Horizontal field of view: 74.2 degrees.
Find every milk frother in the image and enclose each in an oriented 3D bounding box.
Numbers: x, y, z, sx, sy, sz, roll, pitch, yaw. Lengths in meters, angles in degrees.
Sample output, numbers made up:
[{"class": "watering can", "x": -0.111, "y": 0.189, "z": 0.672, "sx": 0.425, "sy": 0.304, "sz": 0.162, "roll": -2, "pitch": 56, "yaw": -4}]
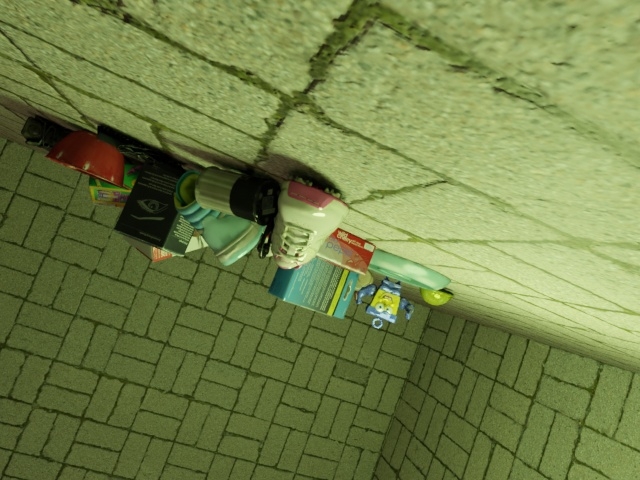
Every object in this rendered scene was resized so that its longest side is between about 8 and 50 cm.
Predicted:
[{"class": "milk frother", "x": -0.147, "y": -0.051, "z": 0.784, "sx": 0.135, "sy": 0.143, "sz": 0.129, "roll": 16, "pitch": 180, "yaw": 25}]

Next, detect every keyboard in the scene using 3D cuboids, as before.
[{"class": "keyboard", "x": -0.369, "y": -0.193, "z": 0.898, "sx": 0.192, "sy": 0.038, "sz": 0.100, "roll": 24, "pitch": -163, "yaw": -38}]

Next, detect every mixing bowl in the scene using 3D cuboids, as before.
[{"class": "mixing bowl", "x": -0.563, "y": -0.210, "z": 1.047, "sx": 0.182, "sy": 0.098, "sz": 0.181, "roll": 21, "pitch": 175, "yaw": 2}]

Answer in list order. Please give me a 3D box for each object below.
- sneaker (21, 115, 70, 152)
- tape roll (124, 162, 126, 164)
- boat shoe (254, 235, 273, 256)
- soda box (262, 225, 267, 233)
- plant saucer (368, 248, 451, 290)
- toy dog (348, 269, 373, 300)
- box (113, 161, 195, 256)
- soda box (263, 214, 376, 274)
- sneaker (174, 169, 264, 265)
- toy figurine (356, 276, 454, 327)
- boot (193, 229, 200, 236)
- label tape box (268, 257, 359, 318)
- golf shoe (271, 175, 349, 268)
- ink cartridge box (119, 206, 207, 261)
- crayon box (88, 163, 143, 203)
[{"class": "sneaker", "x": -0.695, "y": -0.259, "z": 1.128, "sx": 0.228, "sy": 0.087, "sz": 0.130, "roll": 25, "pitch": -178, "yaw": 14}, {"class": "tape roll", "x": -0.771, "y": -0.268, "z": 1.420, "sx": 0.219, "sy": 0.072, "sz": 0.219, "roll": 21, "pitch": 176, "yaw": 2}, {"class": "boat shoe", "x": -0.163, "y": -0.009, "z": 1.523, "sx": 0.277, "sy": 0.098, "sz": 0.096, "roll": -9, "pitch": 138, "yaw": 46}, {"class": "soda box", "x": -0.086, "y": -0.020, "z": 1.260, "sx": 0.074, "sy": 0.069, "sz": 0.216, "roll": 18, "pitch": 175, "yaw": 28}, {"class": "plant saucer", "x": 0.224, "y": 0.085, "z": 1.257, "sx": 0.318, "sy": 0.043, "sz": 0.317, "roll": 22, "pitch": 175, "yaw": 2}, {"class": "toy dog", "x": 0.108, "y": 0.189, "z": 2.108, "sx": 0.334, "sy": 0.160, "sz": 0.220, "roll": 17, "pitch": 173, "yaw": 39}, {"class": "box", "x": -0.398, "y": -0.083, "z": 1.085, "sx": 0.153, "sy": 0.207, "sz": 0.108, "roll": 20, "pitch": 173, "yaw": 14}, {"class": "soda box", "x": 0.000, "y": 0.000, "z": 1.044, "sx": 0.263, "sy": 0.083, "sz": 0.092, "roll": 24, "pitch": 174, "yaw": -24}, {"class": "sneaker", "x": -0.230, "y": -0.089, "z": 0.994, "sx": 0.208, "sy": 0.127, "sz": 0.319, "roll": 51, "pitch": -173, "yaw": -17}, {"class": "toy figurine", "x": 0.256, "y": 0.216, "z": 1.502, "sx": 0.363, "sy": 0.217, "sz": 0.191, "roll": 22, "pitch": 175, "yaw": 1}, {"class": "boot", "x": -0.310, "y": -0.076, "z": 1.195, "sx": 0.197, "sy": 0.152, "sz": 0.072, "roll": 25, "pitch": 144, "yaw": 13}, {"class": "label tape box", "x": -0.009, "y": 0.149, "z": 1.679, "sx": 0.115, "sy": 0.249, "sz": 0.348, "roll": 15, "pitch": 172, "yaw": 46}, {"class": "golf shoe", "x": -0.028, "y": -0.015, "z": 0.715, "sx": 0.115, "sy": 0.140, "sz": 0.306, "roll": 23, "pitch": 173, "yaw": 1}, {"class": "ink cartridge box", "x": -0.455, "y": -0.052, "z": 1.344, "sx": 0.197, "sy": 0.114, "sz": 0.273, "roll": 27, "pitch": -147, "yaw": 36}, {"class": "crayon box", "x": -0.623, "y": -0.167, "z": 1.324, "sx": 0.166, "sy": 0.081, "sz": 0.278, "roll": 4, "pitch": 172, "yaw": -26}]
